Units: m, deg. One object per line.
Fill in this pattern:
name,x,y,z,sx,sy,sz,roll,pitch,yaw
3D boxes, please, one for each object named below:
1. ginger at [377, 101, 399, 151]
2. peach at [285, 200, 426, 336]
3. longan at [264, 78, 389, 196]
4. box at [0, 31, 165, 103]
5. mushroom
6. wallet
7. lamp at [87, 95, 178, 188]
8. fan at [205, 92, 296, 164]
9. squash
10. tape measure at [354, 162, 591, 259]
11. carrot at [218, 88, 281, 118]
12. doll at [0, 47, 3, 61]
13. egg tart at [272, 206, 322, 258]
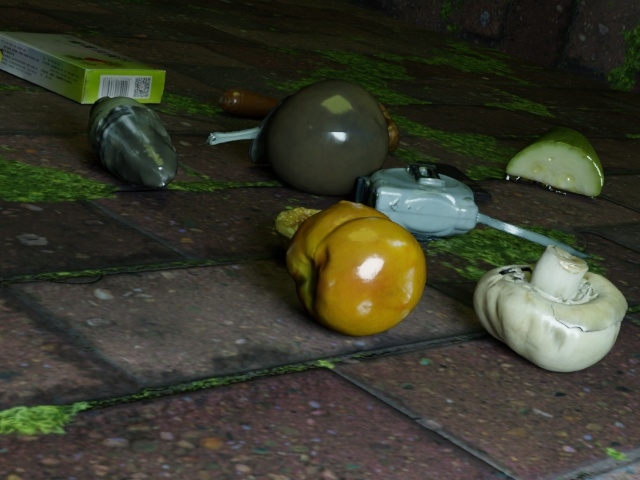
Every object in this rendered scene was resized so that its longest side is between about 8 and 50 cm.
ginger,0.079,-0.200,2.118,0.103,0.073,0.162,2,18,-34
peach,0.037,0.029,1.220,0.138,0.138,0.138,11,16,-3
longan,0.014,-0.141,1.719,0.189,0.189,0.189,11,16,-3
box,-0.413,-0.292,2.088,0.260,0.062,0.175,23,19,35
mushroom,0.233,0.064,1.261,0.154,0.122,0.154,7,23,-3
wallet,0.206,-0.094,1.954,0.082,0.018,0.157,7,18,-17
lamp,-0.244,-0.127,1.592,0.101,0.101,0.250,4,22,-28
fan,-0.073,-0.157,1.768,0.226,0.152,0.008,-12,54,-45
squash,0.433,-0.150,2.176,0.169,0.093,0.252,15,17,17
tape measure,0.212,-0.043,1.671,0.330,0.084,0.164,6,21,-15
carrot,-0.082,-0.231,2.173,0.216,0.048,0.048,6,17,-35
doll,-0.585,-0.307,1.895,0.135,0.143,0.221,-5,30,-41
egg tart,0.000,0.000,1.425,0.130,0.052,0.130,12,18,-4
